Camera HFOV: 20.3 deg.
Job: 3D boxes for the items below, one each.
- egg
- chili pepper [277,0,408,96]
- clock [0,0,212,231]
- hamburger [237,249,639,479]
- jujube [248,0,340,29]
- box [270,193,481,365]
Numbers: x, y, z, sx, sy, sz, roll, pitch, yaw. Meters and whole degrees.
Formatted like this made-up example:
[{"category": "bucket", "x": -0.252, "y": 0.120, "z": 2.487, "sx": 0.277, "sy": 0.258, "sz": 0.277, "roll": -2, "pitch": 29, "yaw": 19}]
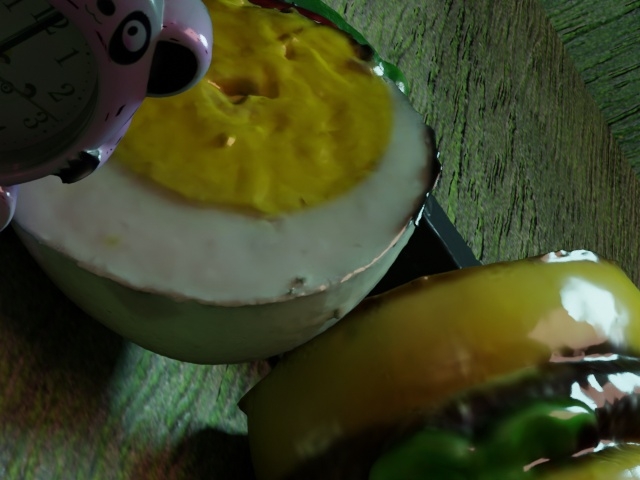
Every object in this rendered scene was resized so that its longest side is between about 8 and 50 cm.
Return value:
[{"category": "egg", "x": -0.086, "y": -0.023, "z": 1.362, "sx": 0.201, "sy": 0.337, "sz": 0.337, "roll": 98, "pitch": -12, "yaw": -50}, {"category": "chili pepper", "x": 0.011, "y": -0.196, "z": 2.003, "sx": 0.270, "sy": 0.099, "sz": 0.136, "roll": 36, "pitch": 10, "yaw": -44}, {"category": "clock", "x": -0.212, "y": -0.127, "z": 1.137, "sx": 0.227, "sy": 0.248, "sz": 0.090, "roll": 50, "pitch": 23, "yaw": -36}, {"category": "hamburger", "x": 0.143, "y": 0.211, "z": 1.471, "sx": 0.396, "sy": 0.396, "sz": 0.277, "roll": 27, "pitch": 41, "yaw": -60}, {"category": "jujube", "x": -0.063, "y": -0.141, "z": 1.636, "sx": 0.255, "sy": 0.190, "sz": 0.190, "roll": 14, "pitch": 54, "yaw": -50}, {"category": "box", "x": 0.000, "y": 0.000, "z": 1.575, "sx": 0.350, "sy": 0.211, "sz": 0.058, "roll": 54, "pitch": 25, "yaw": -29}]
